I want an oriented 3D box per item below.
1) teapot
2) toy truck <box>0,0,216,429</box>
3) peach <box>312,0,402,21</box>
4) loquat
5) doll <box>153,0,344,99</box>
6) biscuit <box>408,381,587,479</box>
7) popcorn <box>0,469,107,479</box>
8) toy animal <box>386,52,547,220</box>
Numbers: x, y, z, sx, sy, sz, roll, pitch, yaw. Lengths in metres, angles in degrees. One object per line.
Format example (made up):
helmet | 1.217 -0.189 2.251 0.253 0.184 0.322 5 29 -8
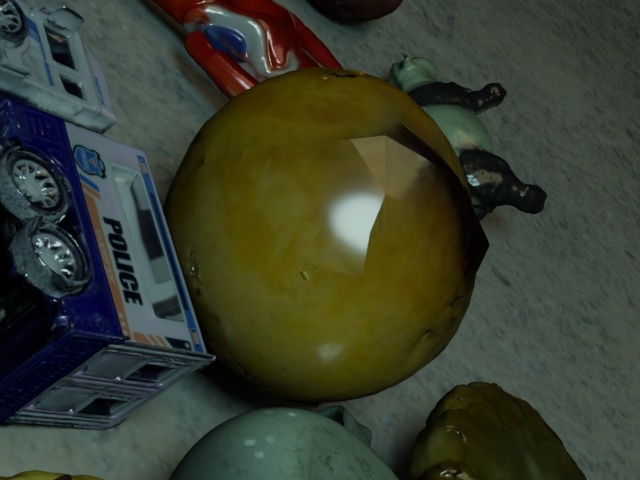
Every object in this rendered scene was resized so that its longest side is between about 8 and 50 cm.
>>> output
teapot | -0.017 0.195 0.728 0.193 0.129 0.294 49 20 -17
toy truck | -0.176 -0.025 0.781 0.155 0.124 0.268 18 45 -50
peach | 0.036 -0.304 1.319 0.152 0.152 0.152 31 36 -27
loquat | 0.000 0.000 0.868 0.235 0.235 0.235 31 36 -27
doll | -0.033 -0.148 1.117 0.384 0.099 0.188 47 32 8
biscuit | 0.165 0.244 0.905 0.335 0.078 0.329 33 33 -49
popcorn | -0.123 0.192 0.560 0.254 0.191 0.190 34 20 -7
toy animal | 0.133 -0.107 1.278 0.121 0.094 0.225 10 49 -34
